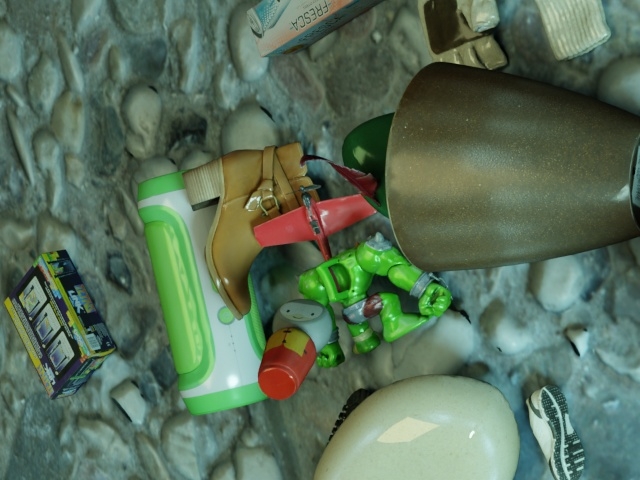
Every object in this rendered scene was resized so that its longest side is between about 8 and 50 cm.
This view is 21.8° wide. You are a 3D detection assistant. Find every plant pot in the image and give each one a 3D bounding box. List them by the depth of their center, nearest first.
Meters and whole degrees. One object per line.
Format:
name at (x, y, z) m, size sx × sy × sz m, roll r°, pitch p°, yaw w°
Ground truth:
plant pot at (0.215, -0.066, 1.636) m, size 0.230 × 0.215 × 0.215 m, roll 5°, pitch 102°, yaw 32°

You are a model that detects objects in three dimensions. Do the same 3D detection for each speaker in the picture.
speaker at (-0.143, 0.062, 2.075) m, size 0.131 × 0.131 × 0.296 m, roll -15°, pitch 88°, yaw 47°

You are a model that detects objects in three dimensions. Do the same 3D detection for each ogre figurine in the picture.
ogre figurine at (0.049, 0.064, 1.892) m, size 0.118 × 0.097 × 0.197 m, roll 59°, pitch 147°, yaw -3°

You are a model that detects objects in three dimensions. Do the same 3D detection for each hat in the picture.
hat at (0.029, -0.084, 1.776) m, size 0.208 × 0.184 × 0.173 m, roll 113°, pitch 152°, yaw -52°

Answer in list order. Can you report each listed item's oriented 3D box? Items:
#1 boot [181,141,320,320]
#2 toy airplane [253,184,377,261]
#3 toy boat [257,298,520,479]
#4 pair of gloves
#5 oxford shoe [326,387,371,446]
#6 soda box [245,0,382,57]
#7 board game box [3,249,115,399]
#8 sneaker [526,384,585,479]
boot at (-0.068, -0.015, 1.978) m, size 0.073 × 0.152 × 0.197 m, roll -137°, pitch 32°, yaw -87°
toy airplane at (0.000, 0.000, 1.938) m, size 0.028 × 0.151 × 0.151 m, roll -92°, pitch 19°, yaw -59°
toy boat at (0.066, 0.196, 1.835) m, size 0.318 × 0.148 × 0.267 m, roll 41°, pitch 120°, yaw -10°
pair of gloves at (0.185, -0.274, 1.723) m, size 0.240 × 0.042 × 0.204 m, roll -11°, pitch 90°, yaw 46°
oxford shoe at (0.050, 0.289, 1.962) m, size 0.083 × 0.096 × 0.227 m, roll 172°, pitch 106°, yaw -77°
soda box at (-0.003, -0.272, 1.908) m, size 0.183 × 0.058 × 0.063 m, roll -26°, pitch 80°, yaw 45°
board game box at (-0.376, 0.121, 2.387) m, size 0.141 × 0.048 × 0.170 m, roll -45°, pitch 66°, yaw 44°
sneaker at (0.248, 0.208, 1.766) m, size 0.044 × 0.040 × 0.109 m, roll -24°, pitch 76°, yaw 63°
